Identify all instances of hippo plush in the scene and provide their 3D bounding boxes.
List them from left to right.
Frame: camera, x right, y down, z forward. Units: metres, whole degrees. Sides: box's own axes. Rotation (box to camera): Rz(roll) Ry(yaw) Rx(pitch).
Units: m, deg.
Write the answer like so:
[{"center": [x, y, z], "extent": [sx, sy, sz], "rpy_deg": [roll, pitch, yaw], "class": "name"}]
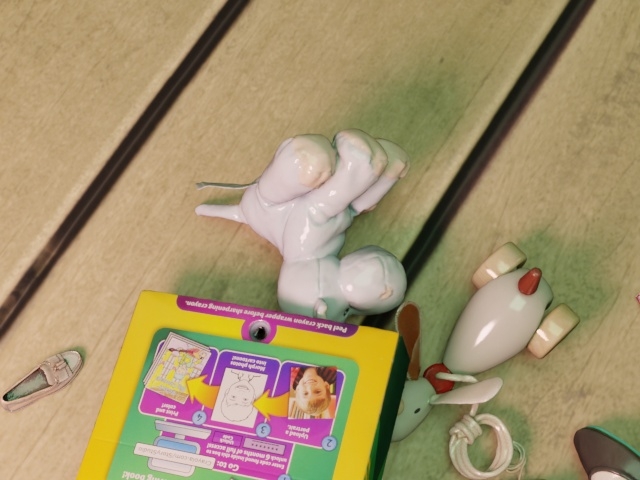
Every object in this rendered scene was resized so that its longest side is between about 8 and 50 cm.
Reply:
[{"center": [0.000, 0.000, 1.696], "extent": [0.294, 0.234, 0.236], "rpy_deg": [-12, 75, -9], "class": "hippo plush"}]

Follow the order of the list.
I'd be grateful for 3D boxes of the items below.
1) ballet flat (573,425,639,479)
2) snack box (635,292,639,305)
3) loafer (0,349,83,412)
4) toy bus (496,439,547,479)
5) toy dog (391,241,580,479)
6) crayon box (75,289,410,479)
[{"center": [0.440, 0.361, 1.686], "extent": [0.280, 0.095, 0.096], "rpy_deg": [37, 55, 13], "class": "ballet flat"}, {"center": [0.549, 0.075, 1.831], "extent": [0.178, 0.022, 0.064], "rpy_deg": [-21, 76, -10], "class": "snack box"}, {"center": [-0.376, 0.189, 1.711], "extent": [0.125, 0.039, 0.045], "rpy_deg": [-34, 79, -13], "class": "loafer"}, {"center": [0.281, 0.388, 1.677], "extent": [0.202, 0.104, 0.191], "rpy_deg": [40, 75, 6], "class": "toy bus"}, {"center": [0.209, 0.139, 1.706], "extent": [0.220, 0.161, 0.333], "rpy_deg": [26, 72, 13], "class": "toy dog"}, {"center": [-0.098, 0.247, 1.618], "extent": [0.363, 0.106, 0.313], "rpy_deg": [9, 66, 16], "class": "crayon box"}]
